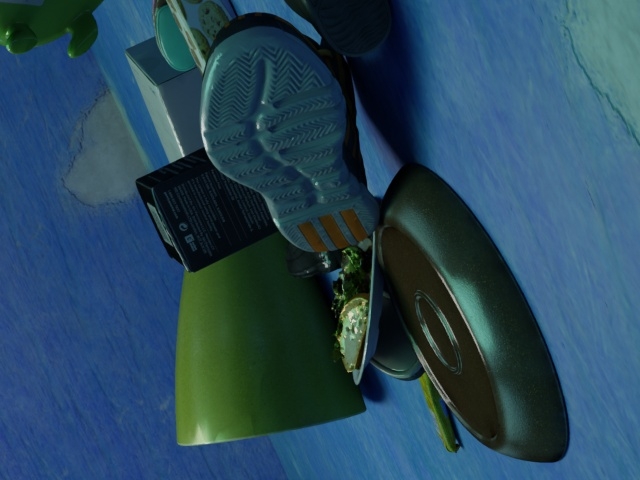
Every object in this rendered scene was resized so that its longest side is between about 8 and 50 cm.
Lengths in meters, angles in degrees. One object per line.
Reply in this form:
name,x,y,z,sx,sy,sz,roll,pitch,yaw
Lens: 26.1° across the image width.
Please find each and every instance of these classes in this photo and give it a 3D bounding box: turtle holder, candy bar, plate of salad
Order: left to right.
turtle holder,-0.371,-0.396,1.797,0.227,0.320,0.243,35,139,18
plate of salad,0.037,0.053,1.466,0.200,0.048,0.199,-176,90,-87
candy bar,0.130,0.179,1.584,0.040,0.018,0.161,-127,15,-60

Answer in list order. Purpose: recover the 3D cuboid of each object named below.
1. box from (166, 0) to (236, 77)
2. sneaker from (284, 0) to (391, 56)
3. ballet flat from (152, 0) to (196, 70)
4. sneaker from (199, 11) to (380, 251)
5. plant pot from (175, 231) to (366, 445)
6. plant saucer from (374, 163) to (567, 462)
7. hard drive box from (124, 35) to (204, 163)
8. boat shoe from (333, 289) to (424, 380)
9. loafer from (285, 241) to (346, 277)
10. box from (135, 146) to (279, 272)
box,-0.110,-0.207,1.711,0.324,0.067,0.063,65,169,-2
sneaker,-0.023,-0.258,1.135,0.222,0.083,0.118,68,169,-23
ballet flat,-0.193,-0.334,1.829,0.079,0.077,0.221,-100,0,-49
sneaker,-0.037,-0.133,1.227,0.321,0.125,0.180,68,-170,-59
plant pot,-0.095,0.123,1.978,0.275,0.275,0.293,151,108,-79
plant saucer,0.128,0.077,1.293,0.310,0.050,0.310,60,167,23
hard drive box,-0.203,-0.185,2.131,0.181,0.089,0.232,47,161,56
boat shoe,0.082,0.106,1.560,0.065,0.075,0.206,43,-178,-31
loafer,0.000,0.000,1.661,0.223,0.076,0.078,159,93,-76
box,-0.092,-0.061,1.579,0.108,0.207,0.153,66,170,-11
